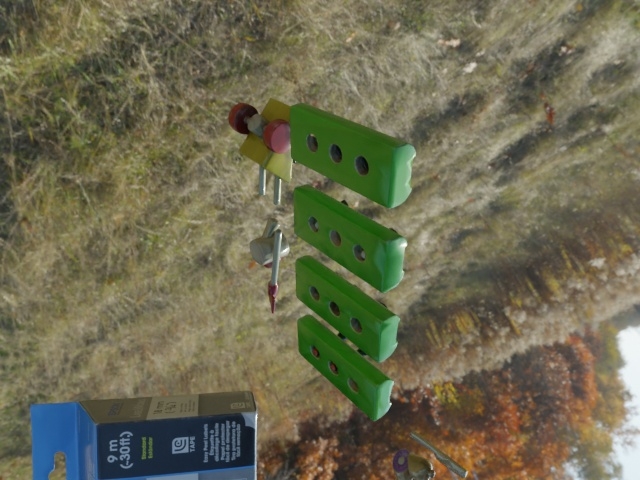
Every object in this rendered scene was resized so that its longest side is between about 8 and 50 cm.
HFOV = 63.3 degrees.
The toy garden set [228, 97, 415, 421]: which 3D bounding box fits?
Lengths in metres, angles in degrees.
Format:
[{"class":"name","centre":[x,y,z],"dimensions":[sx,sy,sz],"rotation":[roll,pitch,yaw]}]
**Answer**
[{"class":"toy garden set","centre":[0.000,0.000,0.453],"dimensions":[0.049,0.204,0.244],"rotation":[-23,128,-32]}]

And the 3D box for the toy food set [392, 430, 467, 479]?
[{"class":"toy food set","centre":[0.093,0.228,0.458],"dimensions":[0.019,0.078,0.122],"rotation":[-28,130,-36]}]

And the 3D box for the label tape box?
[{"class":"label tape box","centre":[-0.265,0.365,0.776],"dimensions":[0.334,0.240,0.106],"rotation":[0,-176,-12]}]
